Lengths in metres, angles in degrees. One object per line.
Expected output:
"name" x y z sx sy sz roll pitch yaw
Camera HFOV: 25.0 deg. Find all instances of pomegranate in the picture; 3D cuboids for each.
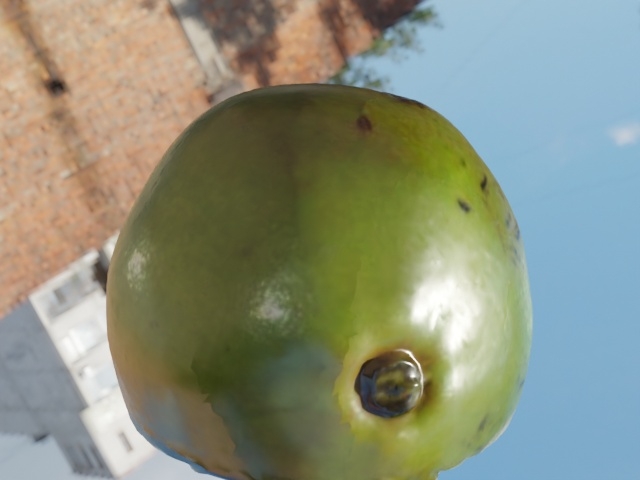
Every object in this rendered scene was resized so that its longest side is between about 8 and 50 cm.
"pomegranate" 0.011 0.003 0.674 0.190 0.159 0.241 9 -163 25
